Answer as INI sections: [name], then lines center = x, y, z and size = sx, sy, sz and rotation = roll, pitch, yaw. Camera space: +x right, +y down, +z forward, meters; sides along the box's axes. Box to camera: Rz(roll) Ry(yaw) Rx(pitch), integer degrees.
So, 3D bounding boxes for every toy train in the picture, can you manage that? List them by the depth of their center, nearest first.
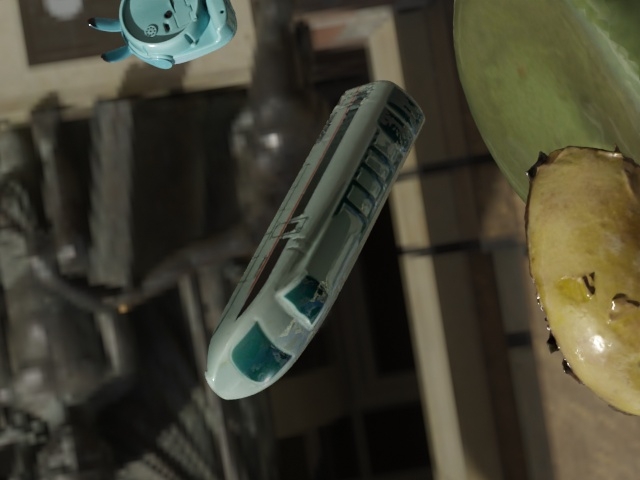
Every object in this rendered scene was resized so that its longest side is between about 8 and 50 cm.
[toy train]
center = 0.000, 0.000, 1.782
size = 0.088, 0.086, 0.407
rotation = -12, -140, 44

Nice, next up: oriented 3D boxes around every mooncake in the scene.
[mooncake]
center = 0.284, -0.165, 1.620
size = 0.187, 0.351, 0.351
rotation = -29, -173, -19

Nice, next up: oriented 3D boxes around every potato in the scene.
[potato]
center = 0.246, 0.046, 1.306
size = 0.098, 0.243, 0.138
rotation = -20, -151, 55

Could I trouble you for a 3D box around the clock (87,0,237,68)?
[clock]
center = -0.166, -0.232, 1.744
size = 0.147, 0.108, 0.045
rotation = -24, 157, 7
